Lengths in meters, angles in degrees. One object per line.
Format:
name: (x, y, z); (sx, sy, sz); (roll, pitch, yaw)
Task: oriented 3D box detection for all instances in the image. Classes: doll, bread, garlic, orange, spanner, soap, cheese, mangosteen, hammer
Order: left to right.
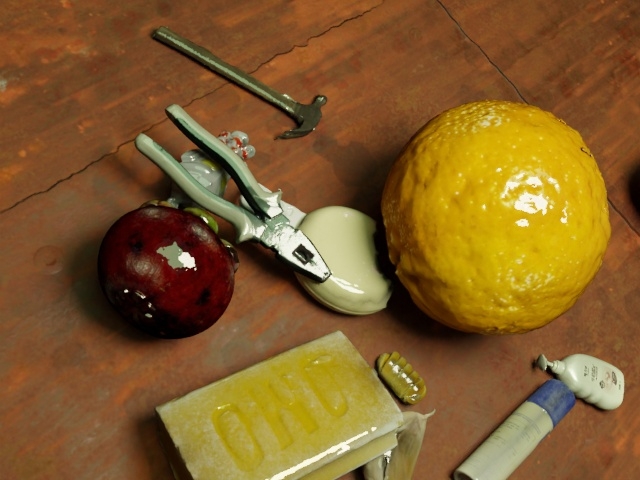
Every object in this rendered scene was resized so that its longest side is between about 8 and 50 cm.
mangosteen: (-0.191, 0.029, 0.943); (0.199, 0.200, 0.200); (8, 65, -19)
doll: (-0.162, -0.102, 1.063); (0.180, 0.079, 0.094); (-47, 124, -36)
hammer: (-0.132, -0.264, 1.168); (0.297, 0.027, 0.125); (31, 55, -7)
spanner: (-0.109, -0.055, 1.001); (0.325, 0.040, 0.096); (42, 71, -4)
soap: (-0.052, 0.236, 0.919); (0.274, 0.089, 0.173); (-20, 52, -27)
cheese: (-0.010, 0.015, 1.069); (0.248, 0.071, 0.164); (16, 63, -15)
garlic: (0.098, 0.288, 1.004); (0.084, 0.066, 0.152); (39, 60, -34)
bread: (0.121, 0.200, 1.063); (0.049, 0.034, 0.088); (-35, 83, -36)
orange: (0.233, -0.028, 1.040); (0.293, 0.341, 0.341); (-16, 74, -11)

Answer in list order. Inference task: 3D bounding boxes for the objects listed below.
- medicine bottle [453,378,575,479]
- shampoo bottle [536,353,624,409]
medicine bottle: (0.292, 0.293, 1.077); (0.230, 0.059, 0.059); (-32, 82, -30)
shampoo bottle: (0.415, 0.216, 1.168); (0.151, 0.045, 0.077); (23, 62, -11)
